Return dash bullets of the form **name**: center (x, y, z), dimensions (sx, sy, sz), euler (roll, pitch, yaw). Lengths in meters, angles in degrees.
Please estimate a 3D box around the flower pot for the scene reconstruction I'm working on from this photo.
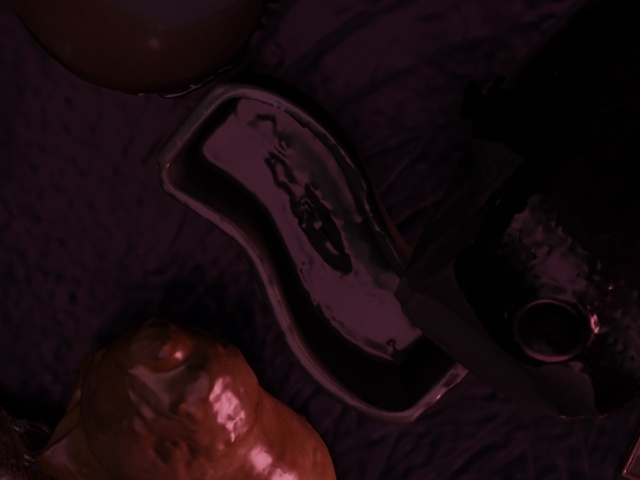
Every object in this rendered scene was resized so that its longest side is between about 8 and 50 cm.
- **flower pot**: center (0.000, 0.000, 1.036), dimensions (0.103, 0.108, 0.229), euler (-37, 97, 7)

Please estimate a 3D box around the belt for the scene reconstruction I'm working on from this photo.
- **belt**: center (0.140, -0.030, 0.940), dimensions (0.164, 0.289, 0.184), euler (40, 123, -6)

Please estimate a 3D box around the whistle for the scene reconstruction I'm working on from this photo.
- **whistle**: center (-0.043, -0.192, 0.971), dimensions (0.348, 0.189, 0.189), euler (-14, 101, -11)

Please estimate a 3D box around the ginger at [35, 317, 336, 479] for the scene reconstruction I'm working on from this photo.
- **ginger**: center (-0.060, 0.119, 1.049), dimensions (0.193, 0.122, 0.115), euler (24, 59, -16)

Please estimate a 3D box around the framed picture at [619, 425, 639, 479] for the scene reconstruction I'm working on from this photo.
- **framed picture**: center (0.315, 0.132, 1.105), dimensions (0.201, 0.010, 0.136), euler (24, 101, -4)

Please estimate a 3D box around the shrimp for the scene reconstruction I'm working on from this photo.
- **shrimp**: center (-0.177, 0.159, 1.089), dimensions (0.190, 0.073, 0.075), euler (33, 143, 4)
